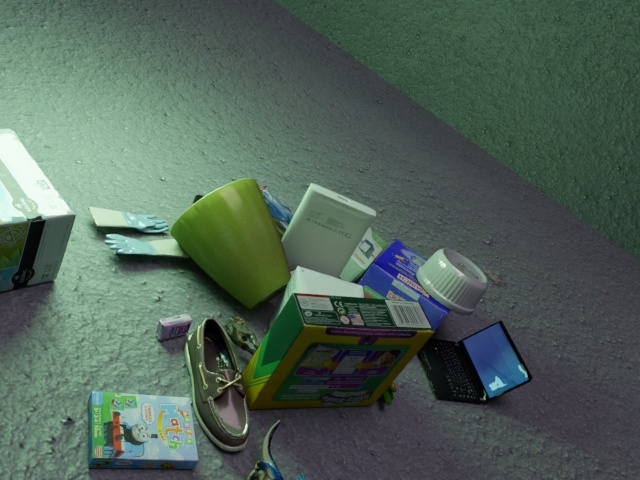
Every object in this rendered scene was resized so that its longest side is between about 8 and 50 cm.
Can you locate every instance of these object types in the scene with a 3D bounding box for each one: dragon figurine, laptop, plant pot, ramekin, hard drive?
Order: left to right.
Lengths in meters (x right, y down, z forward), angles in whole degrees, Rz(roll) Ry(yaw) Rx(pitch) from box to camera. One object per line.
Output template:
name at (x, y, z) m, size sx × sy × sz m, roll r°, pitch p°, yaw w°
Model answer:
plant pot at (-0.211, 0.029, 1.859) m, size 0.275 × 0.275 × 0.293 m, roll -23°, pitch 75°, yaw -51°
dragon figurine at (-0.083, 0.522, 1.414) m, size 0.144 × 0.085 × 0.289 m, roll 25°, pitch 33°, yaw -7°
hard drive at (0.000, 0.000, 1.987) m, size 0.203 × 0.307 × 0.040 m, roll 23°, pitch 33°, yaw -11°
ramekin at (0.400, 0.115, 2.054) m, size 0.207 × 0.109 × 0.207 m, roll 30°, pitch 21°, yaw -13°
laptop at (0.440, 0.344, 2.021) m, size 0.264 × 0.136 × 0.234 m, roll 13°, pitch 36°, yaw -25°

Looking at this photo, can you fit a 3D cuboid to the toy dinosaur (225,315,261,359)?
toy dinosaur at (-0.185, 0.240, 1.679) m, size 0.118 × 0.064 × 0.268 m, roll 42°, pitch -8°, yaw -6°

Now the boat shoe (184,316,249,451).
boat shoe at (-0.229, 0.319, 1.566) m, size 0.117 × 0.096 × 0.324 m, roll 6°, pitch 39°, yaw -32°

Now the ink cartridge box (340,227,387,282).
ink cartridge box at (0.103, 0.026, 2.217) m, size 0.154 × 0.093 × 0.212 m, roll 44°, pitch 35°, yaw 3°

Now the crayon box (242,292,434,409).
crayon box at (0.036, 0.271, 1.638) m, size 0.363 × 0.313 × 0.106 m, roll 7°, pitch 42°, yaw -32°

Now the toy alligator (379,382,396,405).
toy alligator at (0.163, 0.371, 1.851) m, size 0.051 × 0.056 × 0.189 m, roll 59°, pitch 7°, yaw -43°

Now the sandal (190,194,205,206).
sandal at (-0.366, -0.096, 2.080) m, size 0.067 × 0.040 × 0.179 m, roll 20°, pitch 34°, yaw -15°

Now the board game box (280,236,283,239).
board game box at (-0.143, -0.010, 2.152) m, size 0.281 × 0.027 × 0.145 m, roll 24°, pitch 34°, yaw -9°

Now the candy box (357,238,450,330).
candy box at (0.280, 0.145, 2.139) m, size 0.268 × 0.122 × 0.317 m, roll 35°, pitch 20°, yaw 9°

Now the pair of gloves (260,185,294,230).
pair of gloves at (-0.137, -0.095, 2.079) m, size 0.159 × 0.023 × 0.198 m, roll 47°, pitch 15°, yaw -5°

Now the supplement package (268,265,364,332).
supplement package at (-0.010, 0.210, 1.790) m, size 0.194 × 0.203 × 0.149 m, roll 18°, pitch 34°, yaw -17°

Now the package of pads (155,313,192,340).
package of pads at (-0.355, 0.209, 1.662) m, size 0.083 × 0.050 × 0.032 m, roll -9°, pitch 44°, yaw -45°

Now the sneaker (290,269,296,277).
sneaker at (0.015, 0.165, 1.971) m, size 0.270 × 0.090 × 0.145 m, roll 35°, pitch -12°, yaw -39°

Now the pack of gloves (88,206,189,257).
pack of gloves at (-0.500, -0.007, 1.872) m, size 0.232 × 0.046 × 0.195 m, roll 6°, pitch 33°, yaw -43°

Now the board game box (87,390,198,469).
board game box at (-0.366, 0.391, 1.416) m, size 0.212 × 0.039 × 0.160 m, roll 11°, pitch 36°, yaw -28°

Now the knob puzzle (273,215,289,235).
knob puzzle at (-0.091, -0.025, 2.137) m, size 0.213 × 0.030 × 0.213 m, roll 40°, pitch 16°, yaw -14°

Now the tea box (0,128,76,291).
tea box at (-0.790, -0.063, 1.535) m, size 0.324 × 0.220 × 0.329 m, roll -16°, pitch 54°, yaw -48°
